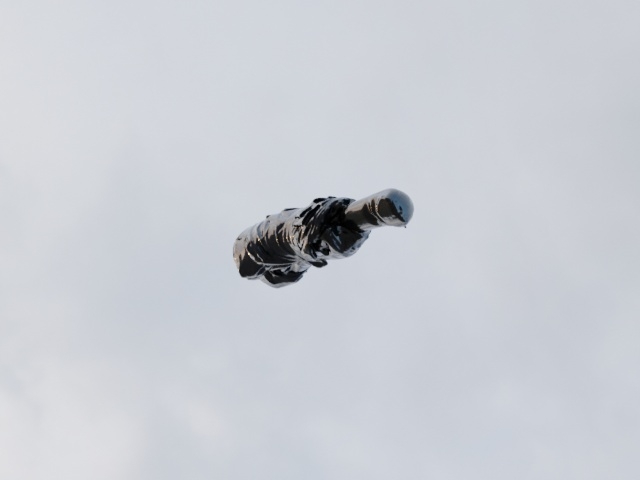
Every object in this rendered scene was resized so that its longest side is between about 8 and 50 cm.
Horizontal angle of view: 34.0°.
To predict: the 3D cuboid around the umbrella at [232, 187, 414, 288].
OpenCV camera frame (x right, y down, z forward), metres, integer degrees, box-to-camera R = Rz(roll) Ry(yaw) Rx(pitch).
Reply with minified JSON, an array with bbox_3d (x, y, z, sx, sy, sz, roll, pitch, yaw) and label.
[{"bbox_3d":[0.005,-0.004,0.878,0.248,0.071,0.071,-16,-80,54],"label":"umbrella"}]
